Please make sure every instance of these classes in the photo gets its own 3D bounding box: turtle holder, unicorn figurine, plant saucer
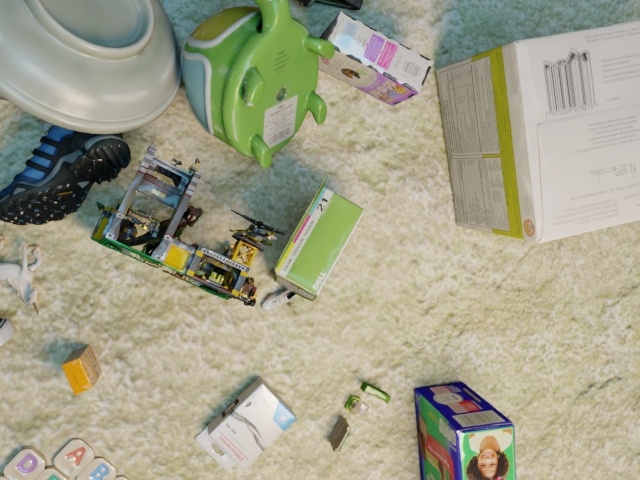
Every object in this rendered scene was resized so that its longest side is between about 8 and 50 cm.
[{"bbox_3d":[-0.137,-0.303,1.178,0.227,0.320,0.243,32,77,25],"label":"turtle holder"},{"bbox_3d":[-0.559,0.056,1.241,0.162,0.060,0.111,18,90,4],"label":"unicorn figurine"},{"bbox_3d":[-0.390,-0.371,1.108,0.400,0.100,0.400,20,56,-33],"label":"plant saucer"}]

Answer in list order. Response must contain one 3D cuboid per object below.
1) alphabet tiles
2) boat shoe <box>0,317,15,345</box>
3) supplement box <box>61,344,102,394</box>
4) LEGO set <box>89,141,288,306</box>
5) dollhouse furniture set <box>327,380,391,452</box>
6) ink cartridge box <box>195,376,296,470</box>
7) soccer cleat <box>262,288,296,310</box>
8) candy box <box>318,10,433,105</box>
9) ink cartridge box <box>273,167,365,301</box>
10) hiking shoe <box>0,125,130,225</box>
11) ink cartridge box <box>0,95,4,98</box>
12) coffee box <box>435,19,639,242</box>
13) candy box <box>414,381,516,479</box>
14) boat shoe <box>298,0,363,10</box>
[{"bbox_3d":[-0.504,0.532,1.297,0.278,0.021,0.284,-46,101,-6],"label":"alphabet tiles"},{"bbox_3d":[-0.701,0.183,1.187,0.306,0.113,0.105,-18,112,-1],"label":"boat shoe"},{"bbox_3d":[-0.439,0.237,1.251,0.036,0.098,0.062,-22,99,-6],"label":"supplement box"},{"bbox_3d":[-0.232,-0.035,1.201,0.331,0.255,0.192,25,79,-9],"label":"LEGO set"},{"bbox_3d":[0.078,0.367,1.380,0.059,0.076,0.151,30,87,-11],"label":"dollhouse furniture set"},{"bbox_3d":[-0.149,0.372,1.340,0.180,0.060,0.104,-43,101,-6],"label":"ink cartridge box"},{"bbox_3d":[-0.079,0.115,1.351,0.083,0.035,0.029,-28,99,-9],"label":"soccer cleat"},{"bbox_3d":[0.091,-0.339,1.290,0.196,0.165,0.070,24,87,-13],"label":"candy box"},{"bbox_3d":[0.000,0.000,1.231,0.097,0.255,0.188,30,79,1],"label":"ink cartridge box"},{"bbox_3d":[-0.461,-0.131,1.203,0.304,0.113,0.132,-27,62,18],"label":"hiking shoe"},{"bbox_3d":[-0.482,-0.306,1.216,0.191,0.082,0.139,11,93,-14],"label":"ink cartridge box"},{"bbox_3d":[0.454,-0.205,1.289,0.338,0.334,0.338,-11,98,-12],"label":"coffee box"},{"bbox_3d":[0.282,0.472,1.331,0.122,0.268,0.317,-6,95,-8],"label":"candy box"},{"bbox_3d":[-0.019,-0.486,1.302,0.224,0.080,0.073,1,88,-16],"label":"boat shoe"}]
